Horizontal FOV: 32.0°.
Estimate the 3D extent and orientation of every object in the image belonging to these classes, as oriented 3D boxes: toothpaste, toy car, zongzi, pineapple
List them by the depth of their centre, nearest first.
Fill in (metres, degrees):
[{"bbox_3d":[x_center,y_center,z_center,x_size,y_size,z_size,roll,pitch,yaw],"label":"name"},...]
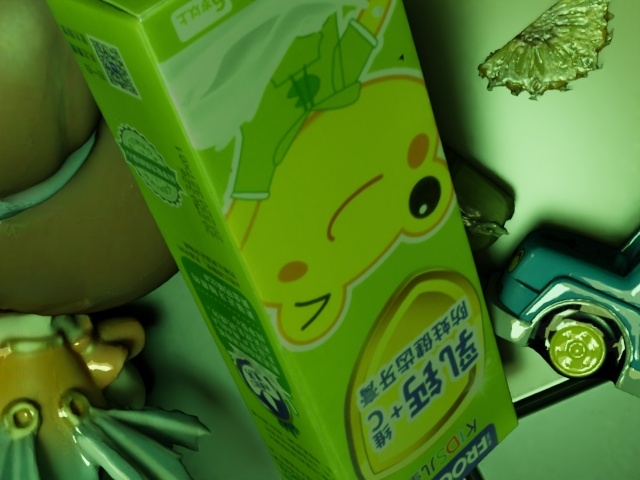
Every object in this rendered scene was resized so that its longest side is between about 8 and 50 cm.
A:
[{"bbox_3d":[0.000,0.000,0.499,0.077,0.110,0.327,26,147,44],"label":"toothpaste"},{"bbox_3d":[0.184,0.037,0.575,0.191,0.097,0.100,23,104,7],"label":"toy car"},{"bbox_3d":[0.127,-0.102,0.603,0.083,0.019,0.045,-35,88,13],"label":"pineapple"},{"bbox_3d":[0.040,-0.007,0.625,0.104,0.052,0.113,40,115,6],"label":"zongzi"}]

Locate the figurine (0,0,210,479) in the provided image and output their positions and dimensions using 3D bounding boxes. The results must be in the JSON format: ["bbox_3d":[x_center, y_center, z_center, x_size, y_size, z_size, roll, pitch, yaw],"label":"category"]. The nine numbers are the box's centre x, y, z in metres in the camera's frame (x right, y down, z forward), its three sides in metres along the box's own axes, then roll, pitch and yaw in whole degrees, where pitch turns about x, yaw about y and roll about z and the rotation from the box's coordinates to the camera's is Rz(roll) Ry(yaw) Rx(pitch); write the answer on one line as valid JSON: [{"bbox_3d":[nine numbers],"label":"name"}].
[{"bbox_3d":[-0.148,0.038,0.579,0.248,0.276,0.388,13,101,44],"label":"figurine"}]
